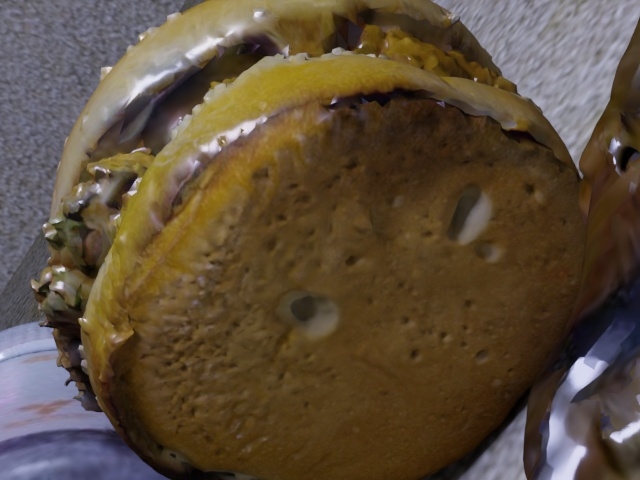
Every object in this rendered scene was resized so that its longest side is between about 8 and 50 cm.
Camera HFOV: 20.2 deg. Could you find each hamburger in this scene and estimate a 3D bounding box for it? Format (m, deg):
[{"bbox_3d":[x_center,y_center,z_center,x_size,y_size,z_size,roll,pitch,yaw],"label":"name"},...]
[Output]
[{"bbox_3d":[-0.009,0.002,0.621,0.191,0.182,0.118,-41,37,9],"label":"hamburger"}]

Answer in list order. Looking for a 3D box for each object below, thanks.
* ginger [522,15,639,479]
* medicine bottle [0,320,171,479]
[{"bbox_3d":[0.150,-0.067,0.414,0.309,0.107,0.133,-54,37,13],"label":"ginger"},{"bbox_3d":[-0.107,0.131,0.762,0.165,0.165,0.273,-57,12,4],"label":"medicine bottle"}]
